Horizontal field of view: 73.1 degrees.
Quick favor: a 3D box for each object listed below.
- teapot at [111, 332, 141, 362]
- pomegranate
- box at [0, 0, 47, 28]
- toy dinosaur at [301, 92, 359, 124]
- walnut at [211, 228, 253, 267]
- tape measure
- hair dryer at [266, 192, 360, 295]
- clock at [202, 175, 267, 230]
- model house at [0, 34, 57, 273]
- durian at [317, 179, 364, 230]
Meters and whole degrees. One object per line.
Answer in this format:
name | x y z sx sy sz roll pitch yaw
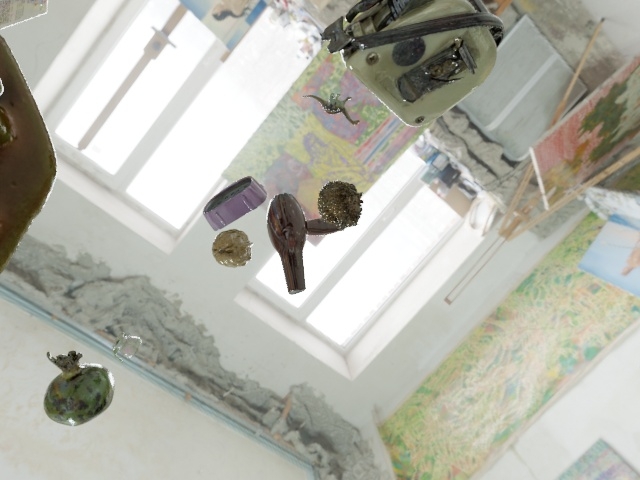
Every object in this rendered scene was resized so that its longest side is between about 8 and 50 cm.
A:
teapot | -0.560 0.306 1.234 0.064 0.083 0.064 38 175 -28
pomegranate | -0.458 0.270 0.812 0.122 0.122 0.162 -113 8 -74
box | -0.469 -0.469 0.646 0.048 0.274 0.265 15 -150 -18
toy dinosaur | 0.032 -0.340 1.063 0.180 0.058 0.037 36 -172 34
walnut | -0.177 0.016 0.877 0.096 0.082 0.079 -8 -95 -72
tape measure | 0.175 -0.338 0.743 0.271 0.231 0.133 26 -137 -39
hair dryer | 0.000 0.000 1.383 0.340 0.123 0.313 -5 -108 -33
clock | -0.200 -0.095 1.004 0.050 0.152 0.110 55 -168 -30
model house | -0.329 -0.097 0.348 0.268 0.173 0.239 64 156 1
durian | 0.033 -0.056 0.704 0.080 0.080 0.091 34 -135 -43
